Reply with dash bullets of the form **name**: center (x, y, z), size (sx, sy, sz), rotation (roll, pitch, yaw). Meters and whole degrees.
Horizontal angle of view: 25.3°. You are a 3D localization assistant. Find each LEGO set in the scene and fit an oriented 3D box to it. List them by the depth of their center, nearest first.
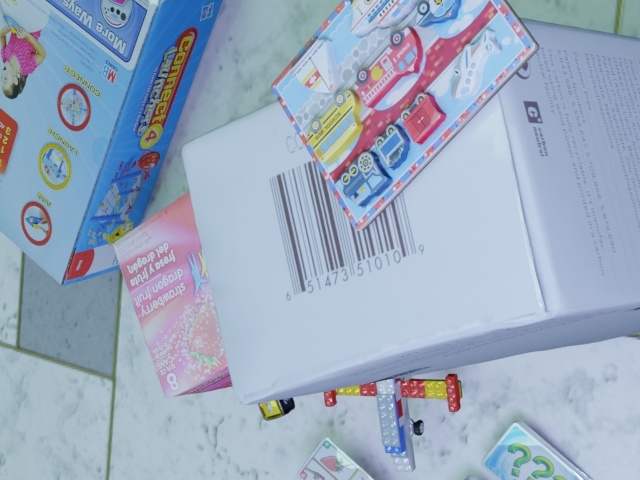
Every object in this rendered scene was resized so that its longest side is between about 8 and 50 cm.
- **LEGO set**: center (0.060, 0.172, 1.096), size (0.244, 0.060, 0.182), rotation (41, 118, 12)

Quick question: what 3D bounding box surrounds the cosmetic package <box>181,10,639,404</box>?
- **cosmetic package**: center (0.133, -0.015, 0.848), size (0.217, 0.385, 0.156), rotation (-20, 78, 40)

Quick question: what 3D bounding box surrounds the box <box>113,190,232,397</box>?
- **box**: center (0.000, 0.000, 1.109), size (0.300, 0.154, 0.142), rotation (-31, 73, 36)

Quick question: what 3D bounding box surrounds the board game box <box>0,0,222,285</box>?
- **board game box**: center (-0.266, -0.170, 1.322), size (0.308, 0.086, 0.302), rotation (39, 122, 24)

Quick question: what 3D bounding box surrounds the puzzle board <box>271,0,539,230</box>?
- **puzzle board**: center (0.033, -0.081, 0.672), size (0.128, 0.011, 0.096), rotation (-46, 61, 29)
